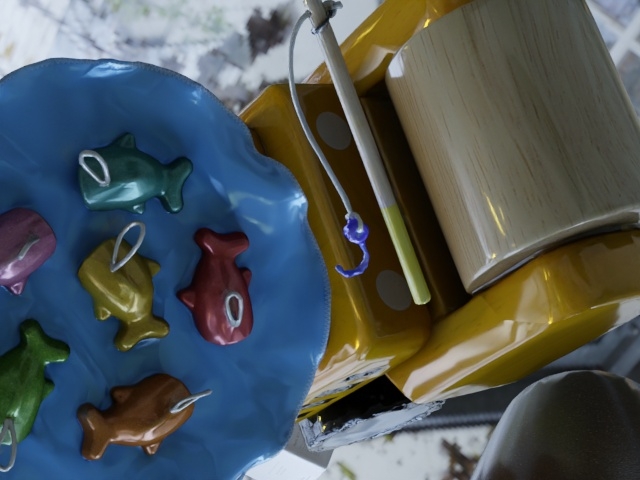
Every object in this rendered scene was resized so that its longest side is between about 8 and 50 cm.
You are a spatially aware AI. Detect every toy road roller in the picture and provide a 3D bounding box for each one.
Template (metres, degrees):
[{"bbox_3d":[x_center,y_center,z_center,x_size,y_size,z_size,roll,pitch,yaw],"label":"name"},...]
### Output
[{"bbox_3d":[0.000,0.000,0.733,0.241,0.329,0.202,-6,-111,-40],"label":"toy road roller"}]

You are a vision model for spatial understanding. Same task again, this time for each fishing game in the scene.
[{"bbox_3d":[-0.077,0.029,0.481,0.264,0.189,0.041,-23,-164,-21],"label":"fishing game"}]

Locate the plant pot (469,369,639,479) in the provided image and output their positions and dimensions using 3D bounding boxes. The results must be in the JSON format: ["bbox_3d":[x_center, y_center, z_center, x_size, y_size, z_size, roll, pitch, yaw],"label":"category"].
[{"bbox_3d":[0.160,0.190,0.770,0.215,0.215,0.230,25,-144,-10],"label":"plant pot"}]

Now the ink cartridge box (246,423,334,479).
[{"bbox_3d":[-0.055,0.123,1.044,0.143,0.090,0.092,26,-119,-3],"label":"ink cartridge box"}]
